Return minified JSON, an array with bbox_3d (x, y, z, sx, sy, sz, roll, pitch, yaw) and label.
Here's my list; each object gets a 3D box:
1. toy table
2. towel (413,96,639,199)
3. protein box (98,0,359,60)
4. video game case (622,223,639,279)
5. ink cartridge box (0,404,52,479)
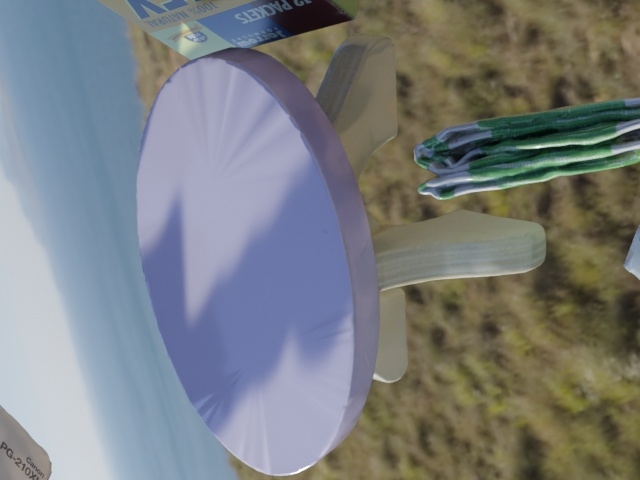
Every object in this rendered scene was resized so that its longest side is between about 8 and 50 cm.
[{"bbox_3d":[0.000,0.000,0.726,0.252,0.161,0.274,25,123,30],"label":"toy table"},{"bbox_3d":[0.242,-0.079,0.587,0.325,0.248,0.038,-10,94,35],"label":"towel"},{"bbox_3d":[-0.075,-0.246,0.642,0.136,0.200,0.201,-8,65,40],"label":"protein box"},{"bbox_3d":[0.378,0.060,0.787,0.244,0.270,0.061,-79,8,-80],"label":"video game case"},{"bbox_3d":[-0.346,0.181,0.803,0.172,0.237,0.100,54,-158,-25],"label":"ink cartridge box"}]
